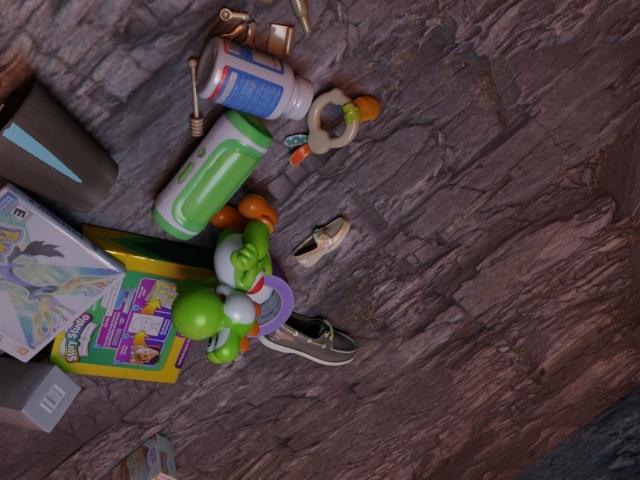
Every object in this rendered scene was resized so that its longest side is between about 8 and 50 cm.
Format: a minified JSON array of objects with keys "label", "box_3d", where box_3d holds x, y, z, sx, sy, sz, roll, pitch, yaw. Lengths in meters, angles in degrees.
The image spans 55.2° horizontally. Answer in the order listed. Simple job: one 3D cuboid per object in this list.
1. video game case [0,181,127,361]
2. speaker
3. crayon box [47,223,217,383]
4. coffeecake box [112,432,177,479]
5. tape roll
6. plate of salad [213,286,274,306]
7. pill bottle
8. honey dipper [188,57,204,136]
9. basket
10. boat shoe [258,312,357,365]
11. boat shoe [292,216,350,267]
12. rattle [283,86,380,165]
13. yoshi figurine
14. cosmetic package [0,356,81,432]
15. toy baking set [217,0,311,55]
[{"label":"video game case","box_3d":[-0.630,0.080,1.271,0.329,0.036,0.300,-39,122,11]},{"label":"speaker","box_3d":[-0.235,-0.143,1.322,0.131,0.131,0.296,32,107,-34]},{"label":"crayon box","box_3d":[-0.451,0.164,1.463,0.313,0.106,0.363,14,117,-25]},{"label":"coffeecake box","box_3d":[-0.509,0.674,1.763,0.185,0.142,0.068,-40,127,9]},{"label":"tape roll","box_3d":[-0.165,0.140,1.507,0.188,0.080,0.189,-9,123,-15]},{"label":"plate of salad","box_3d":[-0.204,0.137,1.570,0.199,0.048,0.200,-9,123,-14]},{"label":"pill bottle","box_3d":[-0.130,-0.317,1.240,0.221,0.124,0.124,13,117,-31]},{"label":"honey dipper","box_3d":[-0.259,-0.296,1.269,0.030,0.030,0.161,-7,123,-16]},{"label":"basket","box_3d":[-0.525,-0.165,1.191,0.204,0.154,0.227,-43,130,6]},{"label":"boat shoe","box_3d":[-0.020,0.264,1.685,0.304,0.109,0.091,18,120,-25]},{"label":"boat shoe","box_3d":[0.000,0.000,1.542,0.170,0.063,0.059,-44,132,12]},{"label":"rattle","box_3d":[0.023,-0.257,1.399,0.130,0.143,0.200,39,123,-3]},{"label":"yoshi figurine","box_3d":[-0.216,0.074,1.317,0.202,0.362,0.204,7,154,1]},{"label":"cosmetic package","box_3d":[-0.695,0.353,1.419,0.237,0.127,0.107,-1,135,34]},{"label":"toy baking set","box_3d":[-0.127,-0.471,1.198,0.196,0.030,0.256,-21,127,-6]}]
